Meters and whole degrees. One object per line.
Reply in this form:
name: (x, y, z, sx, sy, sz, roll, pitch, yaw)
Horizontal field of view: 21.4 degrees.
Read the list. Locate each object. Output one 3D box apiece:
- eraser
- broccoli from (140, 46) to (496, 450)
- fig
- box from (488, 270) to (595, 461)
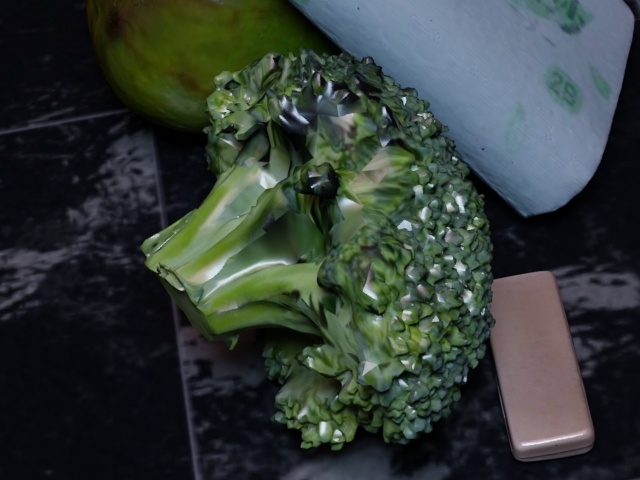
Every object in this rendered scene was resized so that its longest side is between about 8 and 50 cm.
eraser: (0.081, -0.146, 0.996, 0.081, 0.227, 0.174, -18, 41, 47)
broccoli: (0.002, -0.002, 0.911, 0.226, 0.198, 0.176, 37, 58, 11)
fig: (-0.049, -0.153, 1.056, 0.191, 0.181, 0.181, 10, 52, -15)
box: (0.121, 0.070, 0.953, 0.048, 0.025, 0.115, -12, 53, 4)
